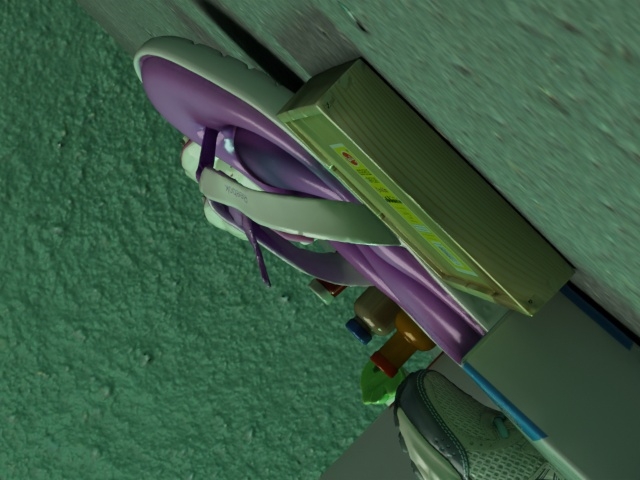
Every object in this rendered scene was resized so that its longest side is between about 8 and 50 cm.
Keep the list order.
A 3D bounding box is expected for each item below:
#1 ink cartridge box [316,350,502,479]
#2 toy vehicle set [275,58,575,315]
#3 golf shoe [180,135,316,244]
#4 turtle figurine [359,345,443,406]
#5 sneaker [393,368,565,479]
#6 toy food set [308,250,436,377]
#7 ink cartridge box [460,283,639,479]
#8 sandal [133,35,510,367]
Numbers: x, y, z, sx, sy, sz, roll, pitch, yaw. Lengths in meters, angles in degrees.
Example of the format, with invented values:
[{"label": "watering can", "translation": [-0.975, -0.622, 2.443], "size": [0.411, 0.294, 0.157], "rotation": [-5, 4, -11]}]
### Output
[{"label": "ink cartridge box", "translation": [0.173, 0.233, 1.498], "size": [0.306, 0.226, 0.131], "rotation": [44, 178, -30]}, {"label": "toy vehicle set", "translation": [0.054, -0.033, 1.129], "size": [0.166, 0.035, 0.267], "rotation": [44, 178, -6]}, {"label": "golf shoe", "translation": [-0.037, -0.037, 1.728], "size": [0.140, 0.115, 0.306], "rotation": [40, 178, 15]}, {"label": "turtle figurine", "translation": [0.166, 0.217, 1.798], "size": [0.198, 0.274, 0.266], "rotation": [-10, 130, 43]}, {"label": "sneaker", "translation": [0.184, 0.160, 1.282], "size": [0.283, 0.122, 0.110], "rotation": [34, -154, 4]}, {"label": "toy food set", "translation": [0.015, 0.000, 1.510], "size": [0.232, 0.104, 0.111], "rotation": [44, 178, 7]}, {"label": "ink cartridge box", "translation": [0.182, 0.122, 1.107], "size": [0.139, 0.082, 0.191], "rotation": [43, 179, 37]}, {"label": "sandal", "translation": [-0.001, -0.007, 1.358], "size": [0.416, 0.102, 0.169], "rotation": [38, 163, 19]}]
